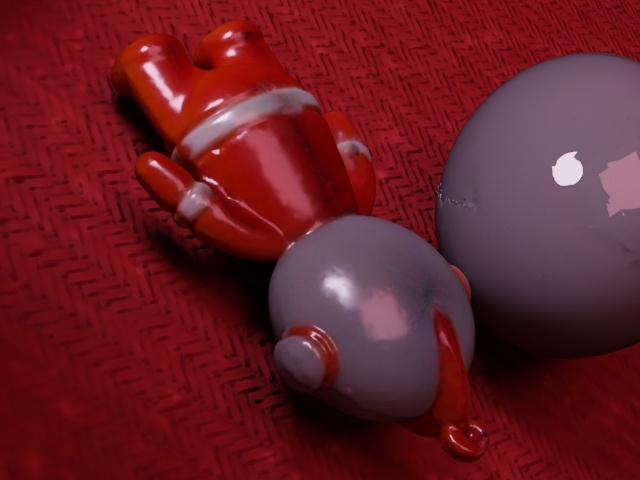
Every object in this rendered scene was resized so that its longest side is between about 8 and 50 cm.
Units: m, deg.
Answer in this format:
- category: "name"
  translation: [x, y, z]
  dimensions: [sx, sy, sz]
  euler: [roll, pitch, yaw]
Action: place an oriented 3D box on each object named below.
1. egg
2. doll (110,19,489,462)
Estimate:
- category: "egg"
  translation: [0.138, -0.022, 0.653]
  dimensions: [0.146, 0.146, 0.199]
  euler: [45, 36, -6]
- category: "doll"
  translation: [0.000, 0.000, 0.574]
  dimensions: [0.142, 0.076, 0.245]
  euler: [-23, 74, -45]
